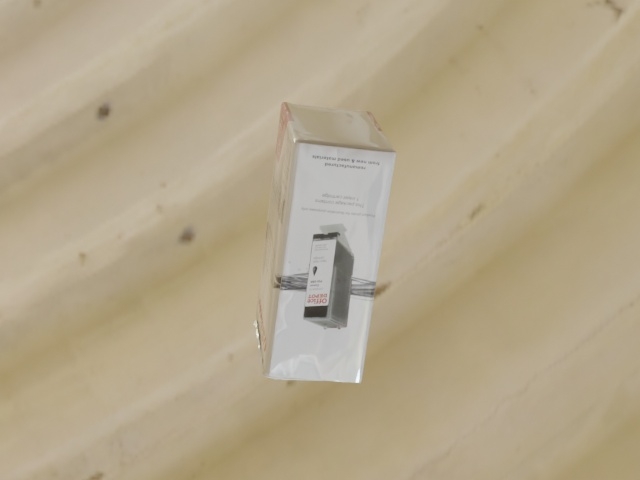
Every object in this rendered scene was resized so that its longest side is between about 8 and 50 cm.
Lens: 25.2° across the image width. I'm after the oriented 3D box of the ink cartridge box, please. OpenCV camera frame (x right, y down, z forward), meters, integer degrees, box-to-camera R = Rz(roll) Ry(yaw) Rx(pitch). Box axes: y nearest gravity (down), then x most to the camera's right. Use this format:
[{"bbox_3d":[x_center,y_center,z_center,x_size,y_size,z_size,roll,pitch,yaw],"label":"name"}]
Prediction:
[{"bbox_3d":[0.000,0.000,0.806,0.056,0.135,0.099,5,-162,-8],"label":"ink cartridge box"}]
